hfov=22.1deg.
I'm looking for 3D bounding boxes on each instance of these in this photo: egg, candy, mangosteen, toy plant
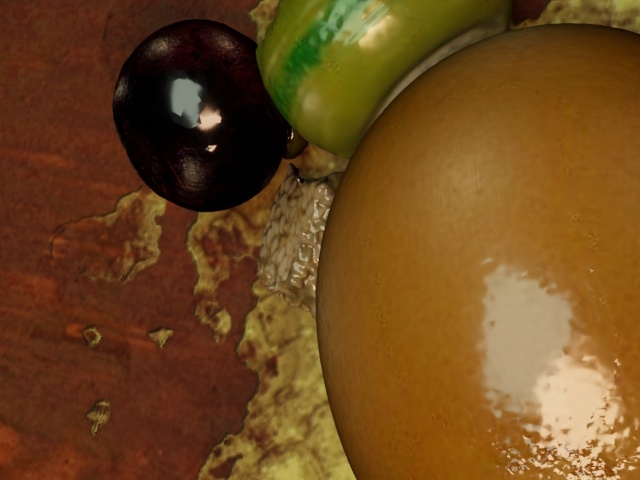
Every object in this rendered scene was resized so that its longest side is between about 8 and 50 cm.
[{"bbox_3d":[0.137,0.045,0.883,0.282,0.282,0.351,-21,47,29],"label":"egg"},{"bbox_3d":[0.000,0.000,1.212,0.110,0.085,0.095,-66,14,2],"label":"candy"},{"bbox_3d":[-0.082,-0.099,1.267,0.152,0.152,0.152,-8,75,32],"label":"mangosteen"},{"bbox_3d":[0.116,-0.068,1.121,0.224,0.184,0.316,-39,74,0],"label":"toy plant"}]
